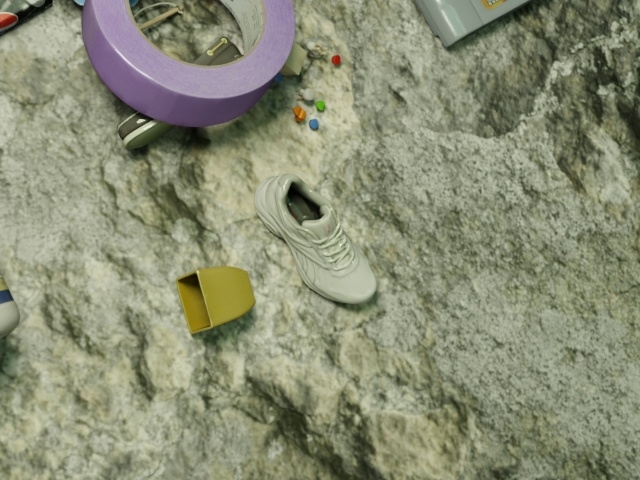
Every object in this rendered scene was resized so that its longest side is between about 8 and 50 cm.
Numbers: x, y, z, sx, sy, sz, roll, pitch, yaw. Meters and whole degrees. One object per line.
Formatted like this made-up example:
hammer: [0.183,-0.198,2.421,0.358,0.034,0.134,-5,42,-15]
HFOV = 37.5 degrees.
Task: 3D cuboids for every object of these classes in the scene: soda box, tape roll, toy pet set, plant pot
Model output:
soda box: [-0.446,-0.308,1.269,0.169,0.053,0.060,-37,94,-19]
tape roll: [-0.176,-0.295,1.266,0.274,0.090,0.275,8,69,-20]
toy pet set: [-0.042,-0.246,1.402,0.114,0.065,0.122,32,73,-48]
plant pot: [-0.139,0.076,1.301,0.083,0.081,0.082,-15,86,-32]

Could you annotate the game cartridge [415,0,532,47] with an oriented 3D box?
game cartridge: [0.271,-0.460,1.529,0.297,0.062,0.198,-32,96,-20]

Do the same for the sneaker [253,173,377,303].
sneaker: [0.000,0.000,1.335,0.232,0.115,0.090,47,71,-7]

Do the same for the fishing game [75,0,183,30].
fishing game: [-0.308,-0.412,1.322,0.189,0.041,0.264,-36,94,-34]

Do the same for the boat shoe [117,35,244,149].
boat shoe: [-0.199,-0.209,1.324,0.227,0.081,0.069,-38,92,-27]

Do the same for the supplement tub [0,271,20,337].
supplement tub: [-0.520,0.006,1.105,0.228,0.228,0.316,-25,90,-20]
